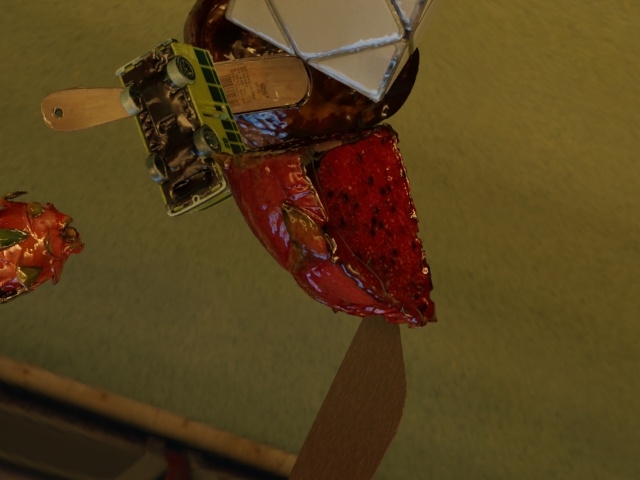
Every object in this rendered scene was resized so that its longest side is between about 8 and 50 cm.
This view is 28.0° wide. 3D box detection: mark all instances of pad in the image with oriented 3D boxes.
[{"bbox_3d":[0.014,0.169,1.023,0.002,0.176,0.266,16,122,-12],"label":"pad"}]

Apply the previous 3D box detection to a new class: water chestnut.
[{"bbox_3d":[-0.049,-0.286,1.868,0.335,0.347,0.335,-12,110,-35],"label":"water chestnut"}]

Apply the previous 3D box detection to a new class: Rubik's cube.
[{"bbox_3d":[0.044,-0.317,1.399,0.205,0.205,0.207,30,137,3],"label":"Rubik's cube"}]

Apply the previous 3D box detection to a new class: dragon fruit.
[{"bbox_3d":[-0.001,0.000,0.880,0.127,0.120,0.161,-14,96,42],"label":"dragon fruit"},{"bbox_3d":[-0.262,0.010,1.079,0.116,0.081,0.086,-36,116,-16],"label":"dragon fruit"}]

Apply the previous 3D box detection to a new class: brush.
[{"bbox_3d":[-0.170,-0.177,1.537,0.327,0.065,0.070,-7,108,6],"label":"brush"}]

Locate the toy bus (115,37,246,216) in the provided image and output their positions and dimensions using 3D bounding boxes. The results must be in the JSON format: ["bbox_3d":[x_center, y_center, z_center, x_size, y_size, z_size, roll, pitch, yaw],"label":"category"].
[{"bbox_3d":[-0.139,-0.117,1.370,0.088,0.101,0.175,-26,79,24],"label":"toy bus"}]
